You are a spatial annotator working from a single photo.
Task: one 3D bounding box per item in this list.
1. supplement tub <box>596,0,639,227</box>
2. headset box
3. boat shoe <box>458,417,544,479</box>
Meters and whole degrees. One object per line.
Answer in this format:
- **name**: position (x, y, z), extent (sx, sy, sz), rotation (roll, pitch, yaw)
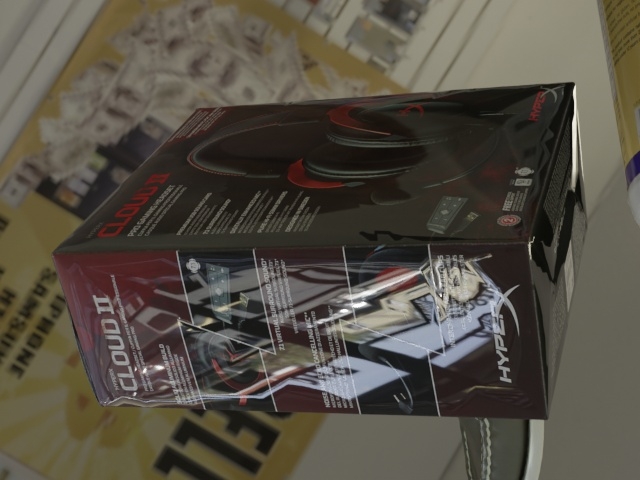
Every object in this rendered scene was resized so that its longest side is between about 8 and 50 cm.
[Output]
- **supplement tub**: position (0.315, -0.175, 0.803), extent (0.241, 0.241, 0.331), rotation (134, -47, -68)
- **headset box**: position (0.000, 0.000, 0.693), extent (0.218, 0.293, 0.110), rotation (-57, 141, -56)
- **boat shoe**: position (0.117, 0.070, 0.898), extent (0.109, 0.091, 0.304), rotation (-129, -147, -73)
